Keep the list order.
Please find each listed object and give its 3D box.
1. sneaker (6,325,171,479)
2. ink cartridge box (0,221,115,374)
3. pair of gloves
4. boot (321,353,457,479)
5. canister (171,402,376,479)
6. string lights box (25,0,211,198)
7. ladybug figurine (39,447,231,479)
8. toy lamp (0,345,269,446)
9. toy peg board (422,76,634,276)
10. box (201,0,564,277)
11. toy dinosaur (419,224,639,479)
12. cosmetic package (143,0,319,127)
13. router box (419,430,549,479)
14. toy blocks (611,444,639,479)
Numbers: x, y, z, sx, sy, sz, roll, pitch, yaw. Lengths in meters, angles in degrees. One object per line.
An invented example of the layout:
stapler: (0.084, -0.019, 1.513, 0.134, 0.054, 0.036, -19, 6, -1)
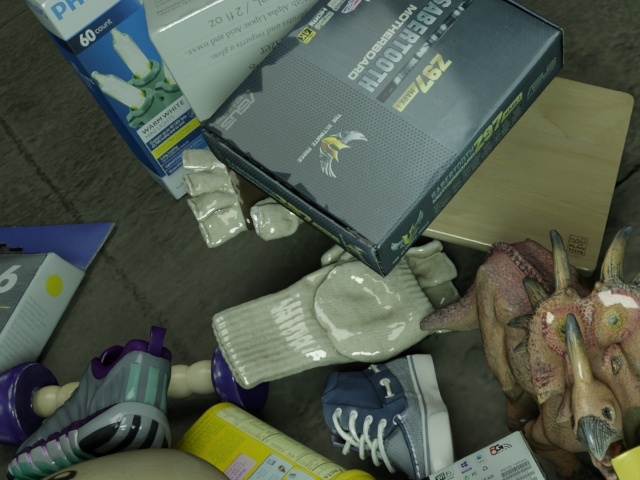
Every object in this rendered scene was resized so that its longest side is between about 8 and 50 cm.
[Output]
sneaker: (-0.175, 0.142, 0.902, 0.224, 0.083, 0.098, -30, 43, 47)
ink cartridge box: (-0.403, 0.082, 1.167, 0.304, 0.072, 0.307, -2, 50, 31)
pair of gloves: (0.000, 0.000, 0.938, 0.204, 0.042, 0.240, -10, 56, -11)
boot: (0.047, 0.139, 0.789, 0.086, 0.069, 0.190, -10, 14, 2)
canister: (-0.043, 0.198, 0.821, 0.170, 0.073, 0.126, 21, 62, 45)
string lights box: (-0.171, -0.182, 1.143, 0.133, 0.259, 0.077, -40, 41, -10)
ladybug figurine: (-0.127, 0.316, 0.596, 0.305, 0.162, 0.449, -48, 39, 36)
toy lamp: (-0.181, 0.132, 0.973, 0.275, 0.080, 0.080, -9, 45, 20)
toy peg board: (0.155, -0.052, 0.933, 0.161, 0.079, 0.160, 15, 69, 9)
box: (0.050, -0.112, 0.893, 0.183, 0.059, 0.232, 36, 78, 24)
toy dinosaur: (0.152, 0.058, 0.734, 0.127, 0.200, 0.296, -39, 33, -7)
cosmetic package: (-0.057, -0.183, 1.040, 0.151, 0.183, 0.151, -24, 40, 6)
router box: (0.069, 0.205, 0.696, 0.179, 0.133, 0.046, -27, 41, 4)
toy blocks: (0.168, 0.273, 0.558, 0.381, 0.190, 0.261, -26, 51, 5)
